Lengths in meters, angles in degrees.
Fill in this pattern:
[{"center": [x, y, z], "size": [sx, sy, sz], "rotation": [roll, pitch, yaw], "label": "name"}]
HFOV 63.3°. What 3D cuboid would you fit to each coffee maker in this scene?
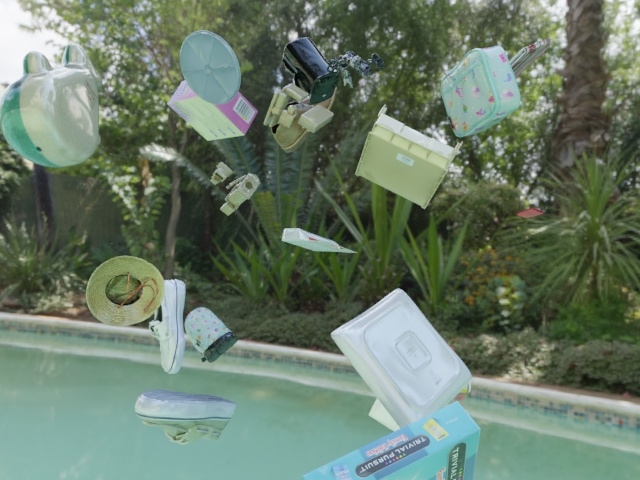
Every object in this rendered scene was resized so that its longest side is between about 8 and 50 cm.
[{"center": [-0.024, -0.552, 1.633], "size": [0.120, 0.178, 0.171], "rotation": [-16, -26, -46], "label": "coffee maker"}]

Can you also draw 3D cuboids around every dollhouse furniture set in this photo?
[{"center": [-0.343, -0.208, 1.940], "size": [0.161, 0.101, 0.182], "rotation": [41, -37, -17], "label": "dollhouse furniture set"}, {"center": [-0.067, -0.319, 1.406], "size": [0.151, 0.123, 0.144], "rotation": [33, 37, 6], "label": "dollhouse furniture set"}]

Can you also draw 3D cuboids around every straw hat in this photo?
[{"center": [-0.380, 0.093, 0.994], "size": [0.145, 0.144, 0.061], "rotation": [13, -1, -37], "label": "straw hat"}]

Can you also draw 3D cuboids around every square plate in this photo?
[{"center": [0.246, 0.317, 1.443], "size": [0.347, 0.344, 0.049], "rotation": [-25, -19, -45], "label": "square plate"}]

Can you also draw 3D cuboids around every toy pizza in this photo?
[{"center": [-0.302, -0.477, 1.437], "size": [0.202, 0.201, 0.032], "rotation": [1, 31, 30], "label": "toy pizza"}]

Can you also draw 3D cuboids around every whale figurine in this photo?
[{"center": [-0.508, -0.260, 0.992], "size": [0.141, 0.271, 0.216], "rotation": [-8, -38, 9], "label": "whale figurine"}]

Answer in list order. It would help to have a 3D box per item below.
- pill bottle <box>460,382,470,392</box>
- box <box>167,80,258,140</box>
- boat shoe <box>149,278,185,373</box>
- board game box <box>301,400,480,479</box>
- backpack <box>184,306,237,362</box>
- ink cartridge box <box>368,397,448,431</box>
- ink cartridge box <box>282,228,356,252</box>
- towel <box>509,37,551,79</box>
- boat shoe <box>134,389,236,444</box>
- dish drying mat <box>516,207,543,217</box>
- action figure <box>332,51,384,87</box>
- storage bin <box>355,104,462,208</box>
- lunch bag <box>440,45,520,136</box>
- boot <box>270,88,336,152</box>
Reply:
[{"center": [0.515, 0.555, 2.004], "size": [0.117, 0.065, 0.065], "rotation": [-1, -10, 3], "label": "pill bottle"}, {"center": [-0.396, -0.488, 1.909], "size": [0.243, 0.117, 0.213], "rotation": [3, -29, 44], "label": "box"}, {"center": [-0.376, 0.205, 1.249], "size": [0.076, 0.226, 0.083], "rotation": [9, -19, -38], "label": "boat shoe"}, {"center": [0.144, 0.486, 1.014], "size": [0.336, 0.253, 0.079], "rotation": [-19, 37, -17], "label": "board game box"}, {"center": [-0.405, 0.329, 1.870], "size": [0.182, 0.152, 0.115], "rotation": [42, -33, 20], "label": "backpack"}, {"center": [0.370, 0.634, 1.835], "size": [0.354, 0.119, 0.207], "rotation": [29, 12, 16], "label": "ink cartridge box"}, {"center": [0.000, 0.000, 1.962], "size": [0.233, 0.066, 0.189], "rotation": [-4, -17, 43], "label": "ink cartridge box"}, {"center": [0.698, -0.611, 1.865], "size": [0.329, 0.037, 0.237], "rotation": [-34, -11, -47], "label": "towel"}, {"center": [-0.259, 0.357, 1.032], "size": [0.109, 0.094, 0.302], "rotation": [7, -16, 23], "label": "boat shoe"}, {"center": [0.537, -0.070, 1.331], "size": [0.032, 0.008, 0.083], "rotation": [22, -9, -3], "label": "dish drying mat"}, {"center": [0.151, -0.769, 2.332], "size": [0.276, 0.164, 0.140], "rotation": [25, -30, 52], "label": "action figure"}, {"center": [0.270, -0.262, 1.631], "size": [0.263, 0.123, 0.260], "rotation": [28, -29, 7], "label": "storage bin"}, {"center": [0.479, -0.457, 1.604], "size": [0.108, 0.223, 0.279], "rotation": [-17, -4, -16], "label": "lunch bag"}, {"center": [-0.056, -0.460, 1.823], "size": [0.112, 0.305, 0.115], "rotation": [26, -13, 45], "label": "boot"}]
